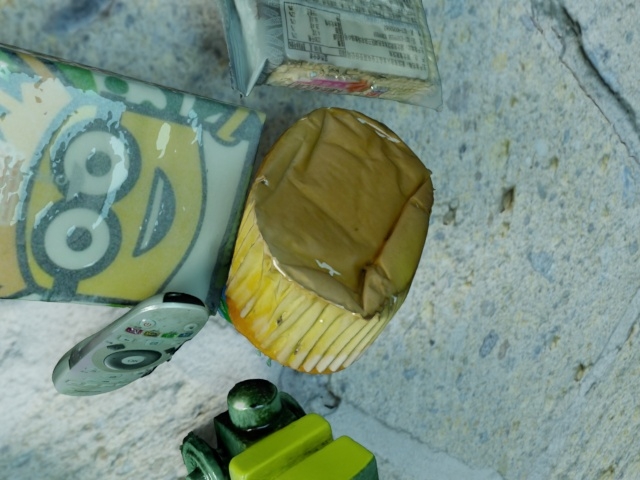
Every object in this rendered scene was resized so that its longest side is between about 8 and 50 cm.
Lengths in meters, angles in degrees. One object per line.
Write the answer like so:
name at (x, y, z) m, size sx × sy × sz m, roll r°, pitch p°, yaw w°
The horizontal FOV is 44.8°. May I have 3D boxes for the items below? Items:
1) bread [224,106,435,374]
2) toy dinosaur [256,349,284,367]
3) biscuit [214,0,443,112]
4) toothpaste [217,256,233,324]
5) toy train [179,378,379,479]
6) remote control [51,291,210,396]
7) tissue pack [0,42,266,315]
bread at (0.000, 0.000, 0.828) m, size 0.204 × 0.156 × 0.288 m, roll 29°, pitch 44°, yaw -13°
toy dinosaur at (-0.056, 0.132, 1.013) m, size 0.062 × 0.021 × 0.083 m, roll -45°, pitch 130°, yaw -23°
biscuit at (0.015, -0.238, 0.869) m, size 0.309 × 0.079 × 0.186 m, roll -3°, pitch 75°, yaw -34°
toothpaste at (-0.022, 0.004, 0.972) m, size 0.266 × 0.050 × 0.065 m, roll -35°, pitch 120°, yaw -21°
toy train at (-0.022, 0.392, 0.970) m, size 0.179 × 0.272 × 0.442 m, roll -24°, pitch 119°, yaw -30°
remote control at (-0.199, 0.109, 0.797) m, size 0.097 × 0.256 × 0.045 m, roll 11°, pitch 58°, yaw -40°
tissue pack at (-0.230, -0.053, 0.754) m, size 0.311 × 0.128 × 0.228 m, roll 8°, pitch 101°, yaw -37°
